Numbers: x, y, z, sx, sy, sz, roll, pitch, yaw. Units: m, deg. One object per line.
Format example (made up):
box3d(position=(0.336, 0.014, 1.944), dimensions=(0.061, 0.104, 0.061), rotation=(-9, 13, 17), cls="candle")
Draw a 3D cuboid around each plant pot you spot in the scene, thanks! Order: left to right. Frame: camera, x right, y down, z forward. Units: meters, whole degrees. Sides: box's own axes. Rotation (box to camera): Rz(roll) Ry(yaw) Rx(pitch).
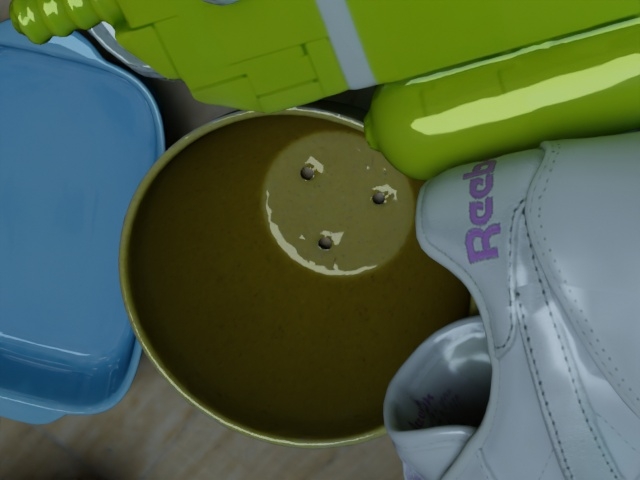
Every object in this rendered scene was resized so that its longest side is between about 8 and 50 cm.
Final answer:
box3d(position=(0.000, 0.000, 0.481), dimensions=(0.134, 0.095, 0.134), rotation=(4, 112, 11), cls="plant pot")

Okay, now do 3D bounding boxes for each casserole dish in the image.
box3d(position=(-0.123, -0.008, 0.536), dimensions=(0.114, 0.037, 0.188), rotation=(14, 112, 6), cls="casserole dish")

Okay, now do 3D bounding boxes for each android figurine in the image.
box3d(position=(0.021, -0.128, 0.334), dimensions=(0.272, 0.056, 0.248), rotation=(-13, 123, 13), cls="android figurine")

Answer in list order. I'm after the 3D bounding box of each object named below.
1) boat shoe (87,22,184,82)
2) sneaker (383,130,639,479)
box3d(position=(0.003, -0.170, 0.409), dimensions=(0.113, 0.103, 0.302), rotation=(38, 114, -6), cls="boat shoe")
box3d(position=(0.107, 0.088, 0.428), dimensions=(0.152, 0.114, 0.305), rotation=(0, 124, 18), cls="sneaker")
